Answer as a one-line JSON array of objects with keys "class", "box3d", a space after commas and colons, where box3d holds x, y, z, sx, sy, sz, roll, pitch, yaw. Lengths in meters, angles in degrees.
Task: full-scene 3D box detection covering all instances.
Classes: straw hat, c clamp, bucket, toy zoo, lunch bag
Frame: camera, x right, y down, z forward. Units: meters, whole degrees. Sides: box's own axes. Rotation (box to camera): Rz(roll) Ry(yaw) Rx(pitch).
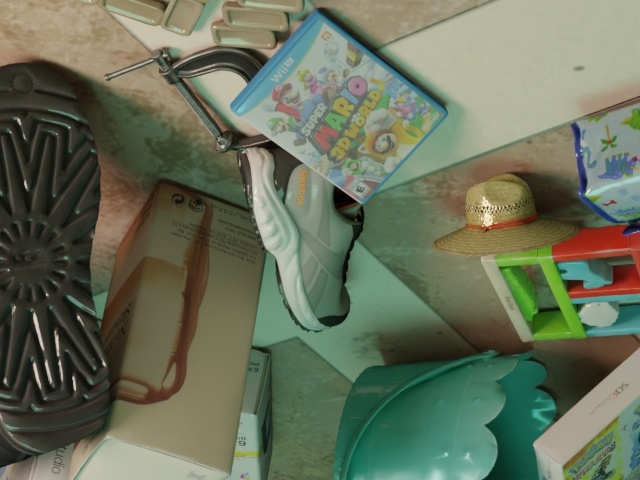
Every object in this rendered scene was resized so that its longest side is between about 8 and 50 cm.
[{"class": "straw hat", "box3d": [0.169, -0.030, 1.666, 0.144, 0.144, 0.061, -5, 101, 18]}, {"class": "c clamp", "box3d": [-0.098, -0.130, 1.637, 0.137, 0.022, 0.161, -20, 134, 26]}, {"class": "bucket", "box3d": [0.138, 0.256, 1.901, 0.183, 0.281, 0.281, -1, 143, 22]}, {"class": "toy zoo", "box3d": [0.322, 0.040, 1.734, 0.293, 0.030, 0.192, -5, 151, 18]}, {"class": "lunch bag", "box3d": [0.314, -0.062, 1.580, 0.128, 0.096, 0.151, -15, 155, 29]}]

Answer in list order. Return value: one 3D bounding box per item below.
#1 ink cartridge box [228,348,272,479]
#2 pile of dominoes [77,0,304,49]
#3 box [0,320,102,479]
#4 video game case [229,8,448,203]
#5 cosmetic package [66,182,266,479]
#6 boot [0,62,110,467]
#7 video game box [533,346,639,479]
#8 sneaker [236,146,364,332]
[{"class": "ink cartridge box", "box3d": [-0.137, 0.210, 2.040, 0.154, 0.093, 0.212, 7, 142, 4]}, {"class": "pile of dominoes", "box3d": [-0.093, -0.252, 1.474, 0.196, 0.040, 0.251, 18, 151, -12]}, {"class": "box", "box3d": [-0.326, 0.259, 2.031, 0.058, 0.232, 0.322, 19, 142, -15]}, {"class": "video game case", "box3d": [0.018, -0.117, 1.582, 0.166, 0.015, 0.119, 34, 108, -30]}, {"class": "cosmetic package", "box3d": [-0.149, 0.113, 1.738, 0.129, 0.296, 0.153, 19, 142, -16]}, {"class": "boot", "box3d": [-0.334, 0.051, 1.788, 0.146, 0.367, 0.445, -1, 171, -19]}, {"class": "video game box", "box3d": [0.315, 0.209, 1.865, 0.048, 0.205, 0.187, 38, 158, 35]}, {"class": "sneaker", "box3d": [0.000, 0.000, 1.726, 0.108, 0.100, 0.271, -15, 145, 3]}]
